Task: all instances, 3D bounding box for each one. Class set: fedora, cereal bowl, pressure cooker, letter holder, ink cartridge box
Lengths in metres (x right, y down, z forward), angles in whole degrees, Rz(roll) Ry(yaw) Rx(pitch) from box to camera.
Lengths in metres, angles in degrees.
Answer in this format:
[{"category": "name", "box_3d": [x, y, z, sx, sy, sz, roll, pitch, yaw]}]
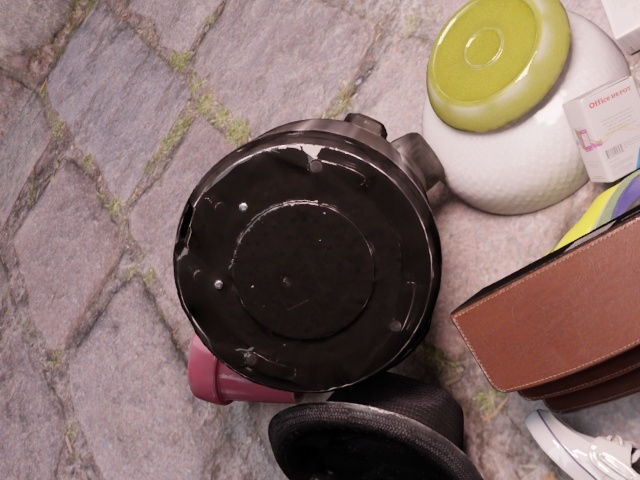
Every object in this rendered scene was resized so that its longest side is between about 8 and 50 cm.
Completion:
[{"category": "fedora", "box_3d": [0.093, 0.289, 1.190, 0.334, 0.334, 0.152, -15, 33, 39]}, {"category": "cereal bowl", "box_3d": [0.292, -0.219, 1.259, 0.339, 0.141, 0.338, -19, 60, 37]}, {"category": "pressure cooker", "box_3d": [-0.002, -0.006, 1.228, 0.420, 0.370, 0.375, -74, -8, -77]}, {"category": "letter holder", "box_3d": [0.357, 0.102, 1.002, 0.302, 0.152, 0.214, -32, 84, 28]}, {"category": "ink cartridge box", "box_3d": [0.402, -0.153, 1.119, 0.089, 0.122, 0.052, -26, 11, -11]}]

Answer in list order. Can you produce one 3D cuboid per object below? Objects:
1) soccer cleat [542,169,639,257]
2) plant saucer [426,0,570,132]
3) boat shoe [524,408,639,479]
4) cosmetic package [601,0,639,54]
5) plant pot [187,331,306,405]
[{"category": "soccer cleat", "box_3d": [0.381, 0.008, 1.137, 0.289, 0.093, 0.121, -44, 18, 27]}, {"category": "plant saucer", "box_3d": [0.248, -0.277, 1.197, 0.241, 0.037, 0.240, -19, 60, 38]}, {"category": "boat shoe", "box_3d": [0.374, 0.289, 1.015, 0.258, 0.095, 0.084, 42, 99, 34]}, {"category": "cosmetic package", "box_3d": [0.468, -0.406, 1.225, 0.099, 0.060, 0.239, -28, 56, 35]}, {"category": "plant pot", "box_3d": [-0.108, 0.202, 1.419, 0.180, 0.201, 0.201, 12, 81, 16]}]
